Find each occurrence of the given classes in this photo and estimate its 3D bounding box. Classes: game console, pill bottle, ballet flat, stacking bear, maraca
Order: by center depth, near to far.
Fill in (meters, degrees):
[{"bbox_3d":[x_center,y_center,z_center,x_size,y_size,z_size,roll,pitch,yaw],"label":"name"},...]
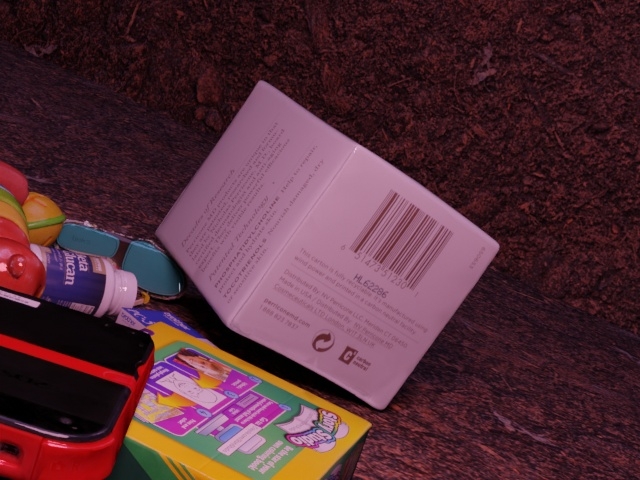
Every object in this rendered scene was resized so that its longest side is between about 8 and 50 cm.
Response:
[{"bbox_3d":[-0.372,0.115,1.315,0.387,0.060,0.342,19,14,-4],"label":"game console"},{"bbox_3d":[-0.459,0.009,1.768,0.164,0.175,0.289,34,6,-40],"label":"stacking bear"},{"bbox_3d":[-0.357,0.064,1.890,0.169,0.094,0.094,13,14,-34],"label":"pill bottle"},{"bbox_3d":[-0.481,-0.029,2.097,0.127,0.099,0.186,-8,7,-28],"label":"maraca"},{"bbox_3d":[-0.326,0.031,2.147,0.241,0.091,0.077,26,-13,3],"label":"ballet flat"}]

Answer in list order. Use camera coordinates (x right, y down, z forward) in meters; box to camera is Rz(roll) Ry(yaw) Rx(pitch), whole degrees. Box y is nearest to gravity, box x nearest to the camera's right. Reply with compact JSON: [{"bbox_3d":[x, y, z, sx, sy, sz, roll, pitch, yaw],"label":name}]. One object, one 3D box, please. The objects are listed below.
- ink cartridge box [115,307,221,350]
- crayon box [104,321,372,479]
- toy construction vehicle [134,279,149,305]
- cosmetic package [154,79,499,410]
[{"bbox_3d":[-0.197,0.161,1.854,0.207,0.046,0.097,31,14,40],"label":"ink cartridge box"},{"bbox_3d":[-0.139,0.231,1.496,0.313,0.106,0.363,25,14,13],"label":"crayon box"},{"bbox_3d":[-0.329,0.076,2.052,0.098,0.035,0.086,6,14,-39],"label":"toy construction vehicle"},{"bbox_3d":[0.000,0.000,2.079,0.329,0.327,0.394,32,5,-30],"label":"cosmetic package"}]
